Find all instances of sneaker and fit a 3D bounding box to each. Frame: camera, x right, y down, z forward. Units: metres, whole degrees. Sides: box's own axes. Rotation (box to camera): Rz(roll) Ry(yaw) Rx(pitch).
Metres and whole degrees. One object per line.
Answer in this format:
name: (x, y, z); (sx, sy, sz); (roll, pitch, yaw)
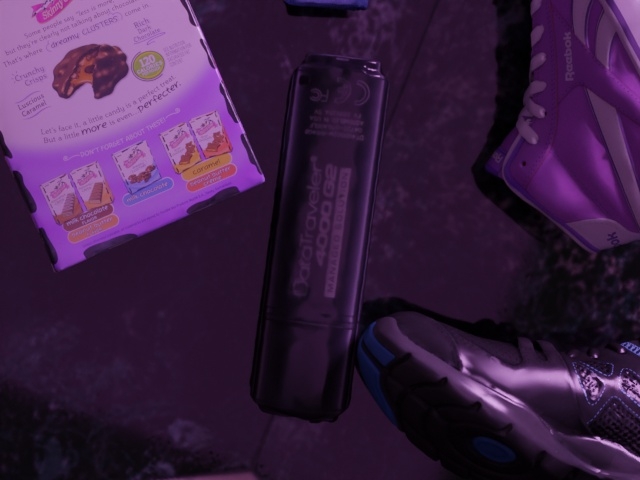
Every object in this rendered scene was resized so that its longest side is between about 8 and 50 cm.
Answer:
sneaker: (0.173, -0.126, 0.838); (0.161, 0.102, 0.282); (-28, 81, 19)
sneaker: (0.190, 0.131, 0.861); (0.340, 0.125, 0.140); (28, 63, -3)

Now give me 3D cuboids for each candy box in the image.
candy box: (-0.153, -0.100, 0.826); (0.164, 0.070, 0.196); (-23, 95, -3)

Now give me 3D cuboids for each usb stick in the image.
usb stick: (0.000, 0.000, 0.857); (0.077, 0.045, 0.278); (7, 93, 4)

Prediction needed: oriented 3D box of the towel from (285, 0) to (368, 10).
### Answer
towel: (0.008, -0.233, 0.852); (0.067, 0.029, 0.120); (4, 92, -5)
